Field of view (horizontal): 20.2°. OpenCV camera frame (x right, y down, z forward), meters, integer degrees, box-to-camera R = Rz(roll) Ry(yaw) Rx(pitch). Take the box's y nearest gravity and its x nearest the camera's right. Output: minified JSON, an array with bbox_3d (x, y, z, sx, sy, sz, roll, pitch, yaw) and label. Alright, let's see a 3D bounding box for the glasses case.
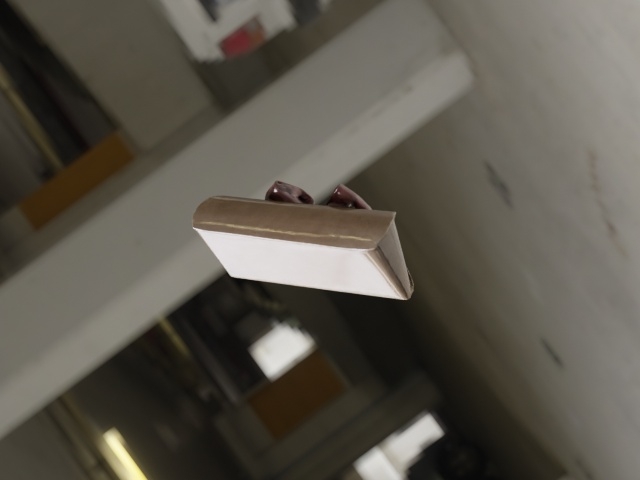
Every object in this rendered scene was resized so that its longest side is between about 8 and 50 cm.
[{"bbox_3d":[0.000,0.000,1.516,0.193,0.070,0.102,7,148,34],"label":"glasses case"}]
